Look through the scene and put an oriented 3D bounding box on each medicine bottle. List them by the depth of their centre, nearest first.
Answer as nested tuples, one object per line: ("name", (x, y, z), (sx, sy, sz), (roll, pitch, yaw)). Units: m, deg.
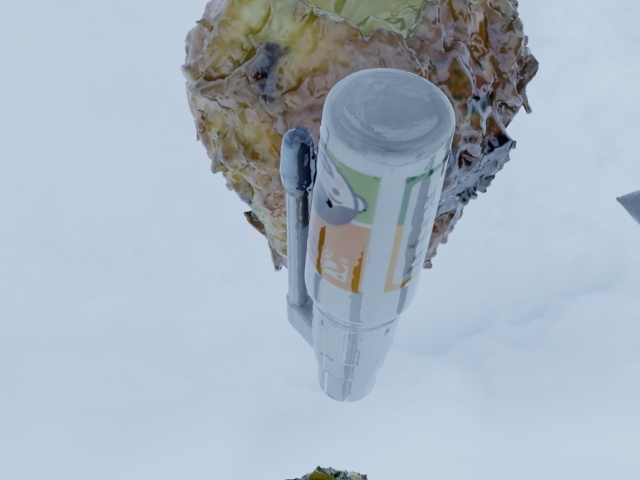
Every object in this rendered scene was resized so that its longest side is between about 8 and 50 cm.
("medicine bottle", (0.013, 0.002, 0.562), (0.061, 0.221, 0.092), (-30, 58, -27))

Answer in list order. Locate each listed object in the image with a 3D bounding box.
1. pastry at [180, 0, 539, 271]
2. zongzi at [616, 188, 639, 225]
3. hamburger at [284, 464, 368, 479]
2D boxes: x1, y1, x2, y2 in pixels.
("pastry", (0.045, -0.130, 1.068), (0.292, 0.337, 0.405), (24, 40, 24))
("zongzi", (0.570, -0.041, 1.492), (0.362, 0.383, 0.319), (35, 69, 31))
("hamburger", (0.025, 0.375, 1.401), (0.093, 0.189, 0.164), (-12, 73, -41))
